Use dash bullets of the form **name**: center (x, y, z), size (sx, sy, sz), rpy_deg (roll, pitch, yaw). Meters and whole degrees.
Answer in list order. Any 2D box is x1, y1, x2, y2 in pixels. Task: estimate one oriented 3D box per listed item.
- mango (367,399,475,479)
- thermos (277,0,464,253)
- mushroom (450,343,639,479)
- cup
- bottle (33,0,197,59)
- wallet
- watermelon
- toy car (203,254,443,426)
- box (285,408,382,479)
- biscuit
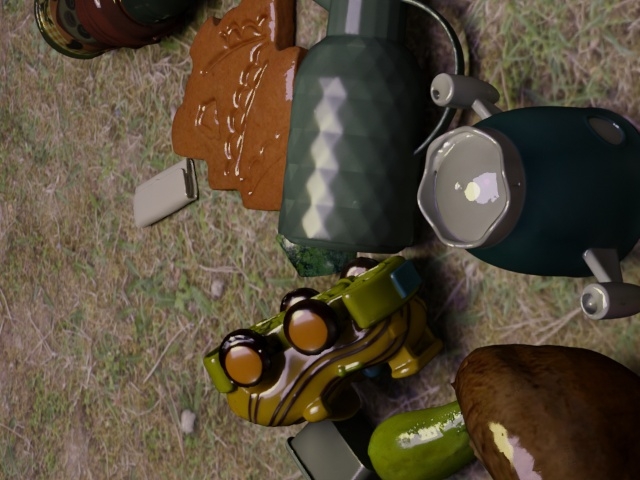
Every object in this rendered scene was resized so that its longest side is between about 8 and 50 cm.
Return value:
- **mango**: center (0.114, 0.206, 1.397), size (0.165, 0.091, 0.074), rpy_deg (-34, 54, 44)
- **thermos**: center (0.053, -0.131, 1.441), size (0.182, 0.145, 0.286), rpy_deg (9, 94, 21)
- **mushroom**: center (0.218, 0.223, 1.167), size (0.195, 0.263, 0.283), rpy_deg (-6, 68, 10)
- **cup**: center (0.185, -0.045, 1.256), size (0.167, 0.173, 0.299), rpy_deg (-56, 51, 34)
- **bottle**: center (-0.261, -0.322, 1.788), size (0.271, 0.156, 0.143), rpy_deg (-2, 70, 53)
- **wallet**: center (-0.206, -0.063, 1.819), size (0.122, 0.025, 0.061), rpy_deg (-25, 64, 46)
- **watermelon**: center (0.003, -0.003, 1.563), size (0.092, 0.072, 0.084), rpy_deg (37, 111, -1)
- **toy car**: center (0.007, 0.118, 1.450), size (0.248, 0.200, 0.142), rpy_deg (-28, 92, 27)
- **box**: center (0.028, 0.238, 1.504), size (0.069, 0.084, 0.122), rpy_deg (-55, 52, 24)
- **biscuit**: center (-0.081, -0.152, 1.660), size (0.284, 0.043, 0.306), rpy_deg (-56, 51, 33)
